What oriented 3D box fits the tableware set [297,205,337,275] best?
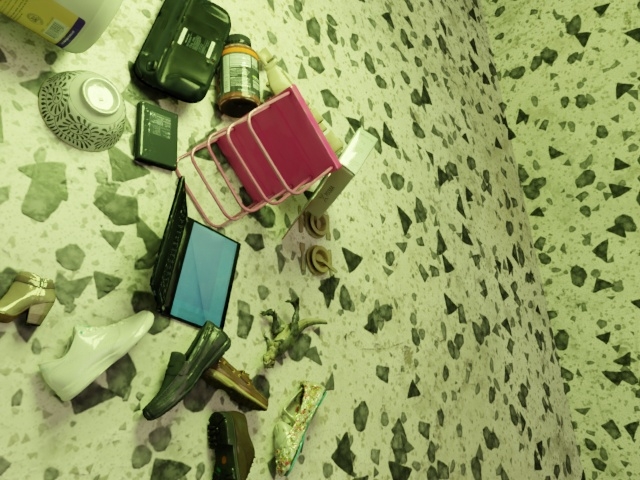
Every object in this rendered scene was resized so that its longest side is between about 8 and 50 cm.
[{"bbox_3d":[0.000,0.000,1.453,0.128,0.039,0.194,14,66,-45],"label":"tableware set"}]

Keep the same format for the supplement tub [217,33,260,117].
[{"bbox_3d":[-0.206,-0.417,1.322,0.106,0.106,0.197,14,66,-46],"label":"supplement tub"}]

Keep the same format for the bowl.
[{"bbox_3d":[-0.442,-0.266,1.019,0.170,0.080,0.170,21,62,-44],"label":"bowl"}]

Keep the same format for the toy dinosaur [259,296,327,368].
[{"bbox_3d":[-0.079,0.209,1.276,0.268,0.064,0.118,-30,106,-51],"label":"toy dinosaur"}]

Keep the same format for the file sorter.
[{"bbox_3d":[-0.149,-0.167,1.153,0.182,0.291,0.202,-43,108,-44],"label":"file sorter"}]

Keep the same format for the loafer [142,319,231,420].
[{"bbox_3d":[-0.270,0.251,1.028,0.078,0.076,0.223,49,53,-10],"label":"loafer"}]

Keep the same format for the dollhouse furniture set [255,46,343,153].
[{"bbox_3d":[-0.116,-0.325,1.342,0.355,0.174,0.303,52,6,-6],"label":"dollhouse furniture set"}]

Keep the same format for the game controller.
[{"bbox_3d":[-0.314,-0.463,1.232,0.167,0.067,0.318,27,57,-26],"label":"game controller"}]

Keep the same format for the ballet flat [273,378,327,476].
[{"bbox_3d":[-0.062,0.424,1.214,0.077,0.091,0.241,32,43,0],"label":"ballet flat"}]

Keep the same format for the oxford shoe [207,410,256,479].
[{"bbox_3d":[-0.167,0.462,1.065,0.096,0.083,0.227,15,67,-50],"label":"oxford shoe"}]

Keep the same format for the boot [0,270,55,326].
[{"bbox_3d":[-0.499,0.091,0.861,0.119,0.042,0.086,25,52,-42],"label":"boot"}]

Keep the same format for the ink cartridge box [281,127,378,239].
[{"bbox_3d":[0.018,-0.121,1.307,0.060,0.275,0.238,33,64,-5],"label":"ink cartridge box"}]

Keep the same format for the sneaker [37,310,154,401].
[{"bbox_3d":[-0.390,0.177,0.927,0.094,0.080,0.212,51,45,-7],"label":"sneaker"}]

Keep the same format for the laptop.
[{"bbox_3d":[-0.245,0.041,1.085,0.137,0.264,0.234,10,63,-7],"label":"laptop"}]

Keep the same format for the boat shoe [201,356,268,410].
[{"bbox_3d":[-0.172,0.308,1.127,0.178,0.064,0.060,44,49,-26],"label":"boat shoe"}]

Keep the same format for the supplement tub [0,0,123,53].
[{"bbox_3d":[-0.518,-0.510,0.898,0.331,0.241,0.240,28,57,-40],"label":"supplement tub"}]

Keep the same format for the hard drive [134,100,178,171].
[{"bbox_3d":[-0.356,-0.226,1.145,0.094,0.022,0.135,14,66,-45],"label":"hard drive"}]
